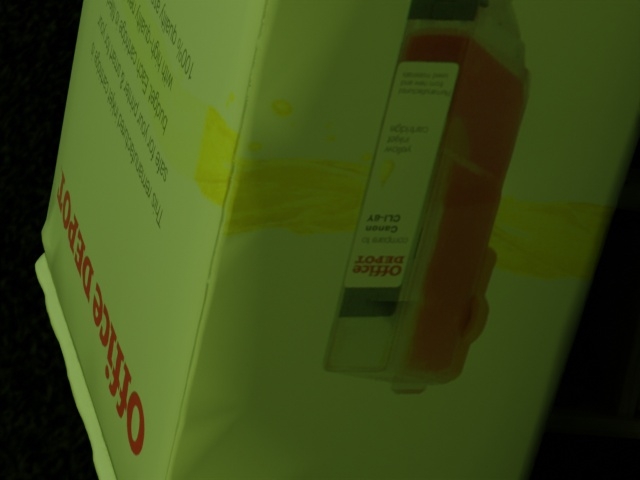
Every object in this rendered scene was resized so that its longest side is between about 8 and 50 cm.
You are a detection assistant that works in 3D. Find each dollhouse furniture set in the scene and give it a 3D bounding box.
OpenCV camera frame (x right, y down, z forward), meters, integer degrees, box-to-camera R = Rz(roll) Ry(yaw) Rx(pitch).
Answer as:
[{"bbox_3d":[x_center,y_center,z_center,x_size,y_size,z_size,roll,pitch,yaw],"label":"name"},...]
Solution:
[{"bbox_3d":[0.095,0.044,0.871,0.161,0.101,0.181,-132,50,-68],"label":"dollhouse furniture set"}]

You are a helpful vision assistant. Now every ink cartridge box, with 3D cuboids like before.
[{"bbox_3d":[0.007,-0.097,0.742,0.279,0.160,0.384,-119,38,-57],"label":"ink cartridge box"}]
